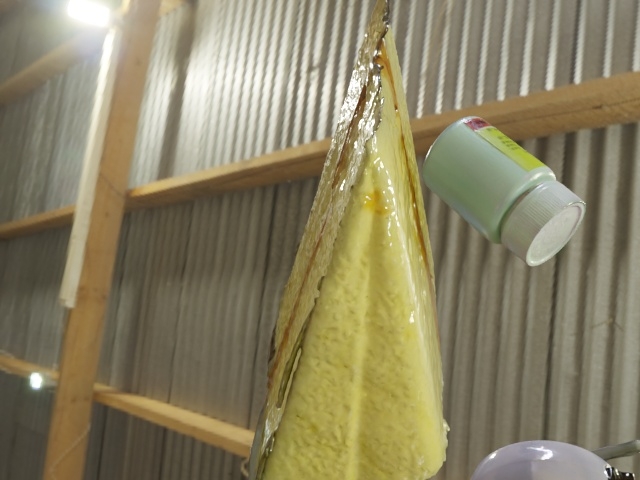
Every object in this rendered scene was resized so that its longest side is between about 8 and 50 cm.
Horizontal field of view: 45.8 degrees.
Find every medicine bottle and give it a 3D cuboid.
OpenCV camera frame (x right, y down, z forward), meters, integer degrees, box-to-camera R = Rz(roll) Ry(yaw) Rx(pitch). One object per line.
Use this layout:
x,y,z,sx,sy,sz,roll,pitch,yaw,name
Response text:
0.273,-0.077,1.148,0.225,0.139,0.139,46,-66,32,medicine bottle

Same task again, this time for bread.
0.000,0.000,0.758,0.242,0.405,0.346,-13,-160,11,bread

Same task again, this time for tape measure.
0.260,0.297,0.850,0.196,0.178,0.105,3,-142,13,tape measure
